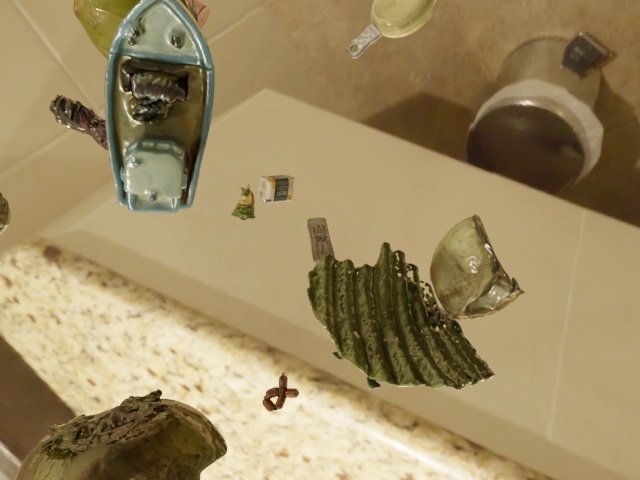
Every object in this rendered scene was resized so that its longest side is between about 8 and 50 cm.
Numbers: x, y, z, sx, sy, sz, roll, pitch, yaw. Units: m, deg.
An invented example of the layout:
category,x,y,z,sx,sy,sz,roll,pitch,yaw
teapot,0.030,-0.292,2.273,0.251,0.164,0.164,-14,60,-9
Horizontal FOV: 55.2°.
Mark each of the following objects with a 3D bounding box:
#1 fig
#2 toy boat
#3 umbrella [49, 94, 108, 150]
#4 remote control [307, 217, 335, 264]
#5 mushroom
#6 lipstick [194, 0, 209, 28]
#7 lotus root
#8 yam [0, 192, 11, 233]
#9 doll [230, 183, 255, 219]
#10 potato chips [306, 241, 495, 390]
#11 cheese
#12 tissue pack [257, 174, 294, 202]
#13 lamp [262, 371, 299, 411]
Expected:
category,x,y,z,sx,sy,sz,roll,pitch,yaw
fig,-0.411,-0.485,1.365,0.271,0.239,0.239,12,142,-27
toy boat,-0.222,-0.178,0.839,0.145,0.133,0.331,4,125,-13
umbrella,-0.639,-0.322,1.785,0.326,0.090,0.094,29,160,0
remote control,0.000,0.000,1.595,0.059,0.212,0.028,-1,123,-6
mushroom,0.314,0.070,1.305,0.164,0.267,0.189,-31,72,14
lipstick,-0.508,-0.773,1.908,0.327,0.087,0.087,31,135,2
lotus root,-0.196,0.194,0.571,0.204,0.183,0.077,-17,89,30
yam,-0.574,-0.063,0.812,0.133,0.330,0.133,-6,78,30
doll,-0.228,-0.117,1.947,0.077,0.113,0.078,24,-179,-35
potato chips,0.177,0.169,1.274,0.389,0.373,0.097,54,132,35
cheese,0.185,-0.559,1.572,0.163,0.248,0.071,33,180,31
tissue pack,-0.105,-0.124,1.457,0.042,0.083,0.062,24,114,42
lamp,-0.095,0.344,1.363,0.083,0.031,0.063,-41,78,5
